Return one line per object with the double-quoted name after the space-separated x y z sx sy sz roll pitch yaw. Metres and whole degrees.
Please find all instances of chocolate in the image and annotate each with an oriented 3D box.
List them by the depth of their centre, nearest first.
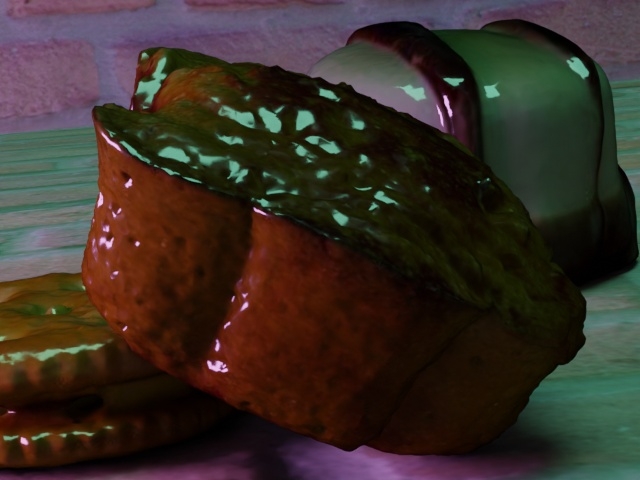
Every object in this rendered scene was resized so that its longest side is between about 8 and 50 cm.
0.096 -0.069 1.105 0.283 0.186 0.283 -4 10 1 "chocolate"

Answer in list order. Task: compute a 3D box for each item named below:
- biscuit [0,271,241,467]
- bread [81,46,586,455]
-0.140 0.064 0.810 0.220 0.066 0.220 -5 10 1 "biscuit"
0.007 -0.002 0.726 0.246 0.135 0.232 24 24 -4 "bread"
